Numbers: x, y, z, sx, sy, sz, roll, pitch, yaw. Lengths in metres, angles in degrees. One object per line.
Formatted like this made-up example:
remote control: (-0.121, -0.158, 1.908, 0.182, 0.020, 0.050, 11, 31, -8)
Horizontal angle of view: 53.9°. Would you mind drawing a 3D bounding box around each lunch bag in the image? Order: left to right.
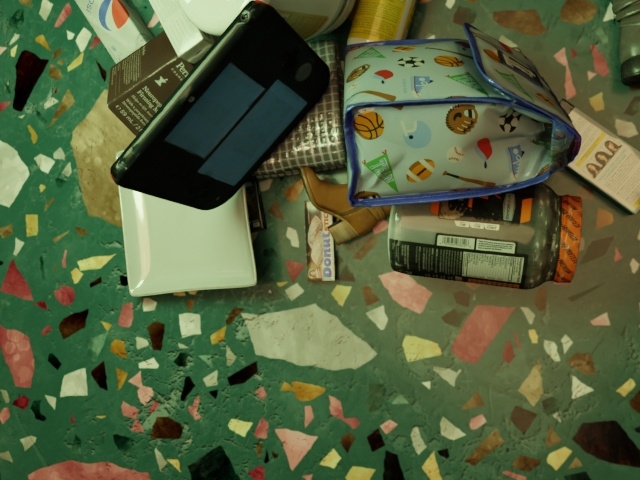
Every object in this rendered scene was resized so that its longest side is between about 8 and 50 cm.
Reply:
lunch bag: (0.235, -0.236, 1.137, 0.385, 0.328, 0.239, -1, 126, 5)

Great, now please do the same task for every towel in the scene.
towel: (-0.059, -0.286, 1.357, 0.234, 0.121, 0.284, -7, 88, 15)

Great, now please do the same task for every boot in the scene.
boot: (0.056, -0.103, 1.331, 0.152, 0.073, 0.197, -31, 111, 4)
boot: (0.710, -0.423, 1.145, 0.337, 0.118, 0.223, -5, 83, 12)

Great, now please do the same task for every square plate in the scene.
square plate: (-0.304, -0.057, 1.434, 0.343, 0.049, 0.348, -7, 89, 23)

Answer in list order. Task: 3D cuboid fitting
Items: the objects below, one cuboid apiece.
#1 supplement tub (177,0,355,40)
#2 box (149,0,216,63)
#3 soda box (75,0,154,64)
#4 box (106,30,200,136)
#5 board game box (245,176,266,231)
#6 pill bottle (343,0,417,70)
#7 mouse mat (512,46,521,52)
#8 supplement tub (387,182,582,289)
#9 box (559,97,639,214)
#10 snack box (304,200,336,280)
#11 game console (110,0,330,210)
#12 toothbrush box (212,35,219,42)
supplement tub: (-0.090, -0.486, 1.157, 0.228, 0.316, 0.229, 9, 107, 32)
box: (-0.310, -0.503, 1.234, 0.067, 0.063, 0.324, -31, 82, 17)
soda box: (-0.473, -0.506, 1.486, 0.091, 0.098, 0.286, -36, 80, 13)
box: (-0.332, -0.331, 1.375, 0.203, 0.168, 0.167, -30, 42, 13)
board game box: (-0.223, -0.071, 1.452, 0.186, 0.026, 0.126, -10, 87, 16)
pill bottle: (0.123, -0.440, 1.304, 0.119, 0.119, 0.209, 18, 94, 15)
mouse mat: (0.341, -0.297, 1.302, 0.152, 0.007, 0.190, -3, 89, 16)
supplement tub: (0.310, -0.019, 1.207, 0.337, 0.207, 0.207, 6, 92, 15)
box: (0.534, -0.161, 1.218, 0.244, 0.060, 0.101, 40, 100, 12)
snack box: (0.000, 0.000, 1.391, 0.064, 0.022, 0.179, -3, 89, 14)
game console: (-0.161, -0.219, 1.151, 0.060, 0.342, 0.386, 46, 100, 15)
toothbrush box: (-0.282, -0.576, 1.371, 0.126, 0.216, 0.296, -43, 78, 12)
